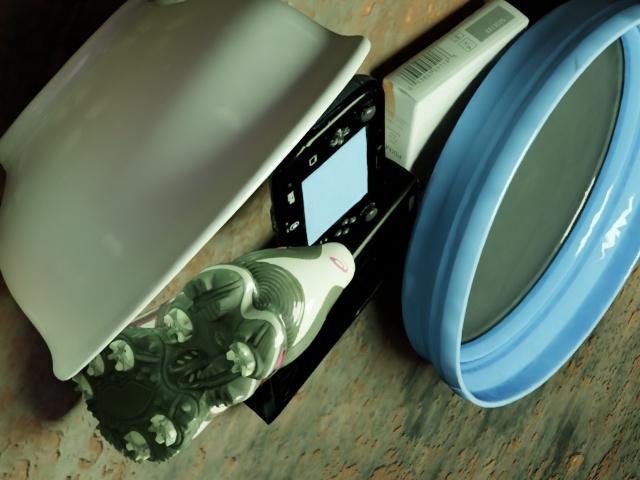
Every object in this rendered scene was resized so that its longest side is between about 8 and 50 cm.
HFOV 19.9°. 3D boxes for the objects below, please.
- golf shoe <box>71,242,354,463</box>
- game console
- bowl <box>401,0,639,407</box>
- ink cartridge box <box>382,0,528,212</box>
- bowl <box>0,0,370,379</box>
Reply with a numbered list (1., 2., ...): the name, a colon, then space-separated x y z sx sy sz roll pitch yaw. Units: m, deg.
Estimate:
1. golf shoe: -0.078 0.079 1.282 0.120 0.273 0.105 -29 90 -39
2. game console: 0.000 0.000 1.386 0.213 0.044 0.361 -51 163 -18
3. bowl: 0.207 -0.038 1.635 0.391 0.077 0.391 -40 147 -34
4. ink cartridge box: 0.105 -0.104 1.558 0.145 0.045 0.179 -38 157 -29
5. bowl: -0.115 -0.062 1.172 0.298 0.134 0.298 -47 -174 7
